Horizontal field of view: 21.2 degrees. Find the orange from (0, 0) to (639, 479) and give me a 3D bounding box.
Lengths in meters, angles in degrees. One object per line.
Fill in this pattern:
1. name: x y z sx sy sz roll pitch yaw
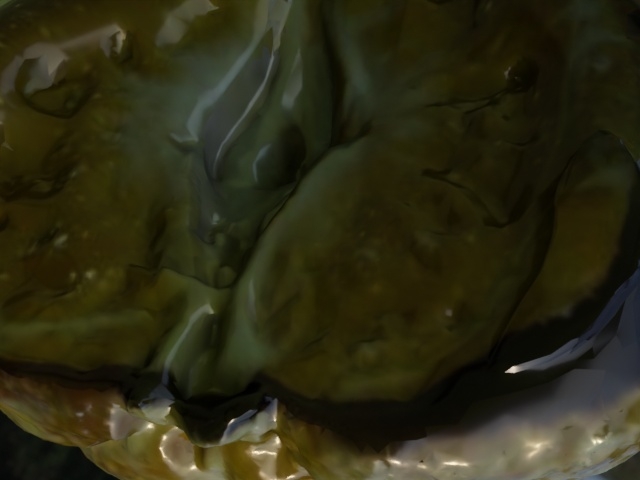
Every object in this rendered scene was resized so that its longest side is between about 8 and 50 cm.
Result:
1. orange: 0.000 0.000 0.763 0.210 0.369 0.270 67 33 -58
